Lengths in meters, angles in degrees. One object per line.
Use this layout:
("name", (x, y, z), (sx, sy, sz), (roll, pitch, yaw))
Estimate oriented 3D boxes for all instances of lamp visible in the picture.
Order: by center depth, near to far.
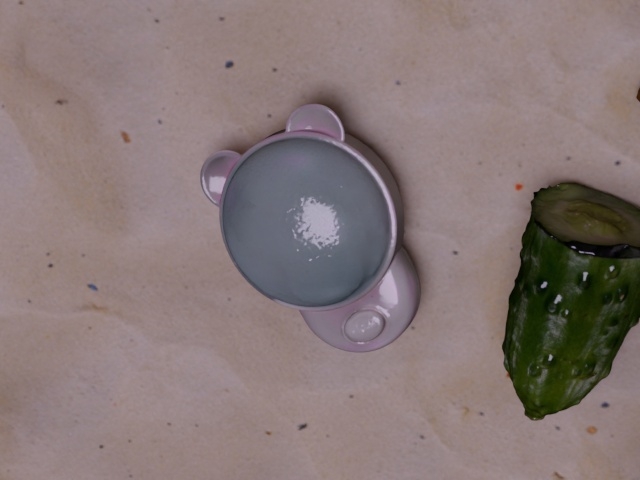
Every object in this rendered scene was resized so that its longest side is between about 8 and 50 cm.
("lamp", (0.000, 0.002, 1.606), (0.179, 0.108, 0.246), (-25, 102, 28))

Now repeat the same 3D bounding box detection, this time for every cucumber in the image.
("cucumber", (0.227, 0.074, 1.565), (0.134, 0.134, 0.244), (17, 122, 9))

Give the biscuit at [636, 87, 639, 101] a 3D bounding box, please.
("biscuit", (0.365, -0.103, 1.417), (0.228, 0.031, 0.176), (57, 142, 32))
